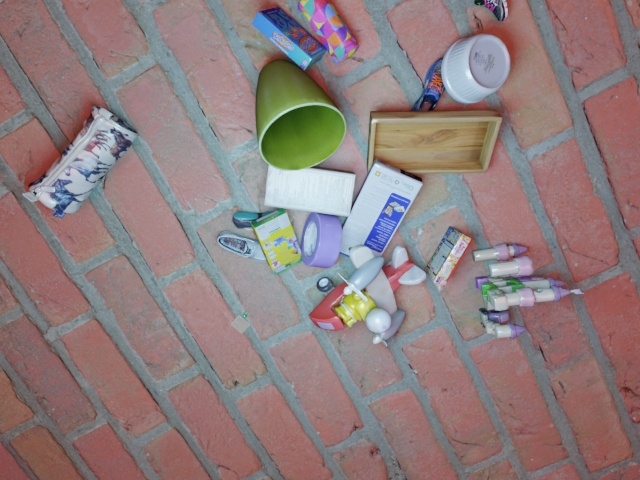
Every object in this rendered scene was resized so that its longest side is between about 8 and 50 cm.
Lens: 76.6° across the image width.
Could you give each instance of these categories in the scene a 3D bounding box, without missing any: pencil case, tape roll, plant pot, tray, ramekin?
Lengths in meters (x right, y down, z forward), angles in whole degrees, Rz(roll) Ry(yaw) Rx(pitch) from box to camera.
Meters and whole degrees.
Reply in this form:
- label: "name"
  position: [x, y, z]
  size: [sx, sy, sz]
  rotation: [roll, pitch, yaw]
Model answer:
- label: "pencil case"
  position: [-0.801, -0.272, 1.375]
  size: [0.160, 0.183, 0.410]
  rotation: [43, 99, -8]
- label: "tape roll"
  position: [0.000, 0.000, 1.415]
  size: [0.080, 0.189, 0.189]
  rotation: [7, 103, -21]
- label: "pencil case"
  position: [0.026, -0.696, 1.319]
  size: [0.104, 0.104, 0.236]
  rotation: [-35, 98, 8]
- label: "plant pot"
  position: [-0.096, -0.423, 1.279]
  size: [0.274, 0.275, 0.294]
  rotation: [-23, 63, 5]
- label: "tray"
  position: [0.369, -0.330, 1.367]
  size: [0.410, 0.076, 0.203]
  rotation: [-1, 130, 0]
- label: "ramekin"
  position: [0.506, -0.556, 1.305]
  size: [0.207, 0.109, 0.207]
  rotation: [-2, 97, -18]

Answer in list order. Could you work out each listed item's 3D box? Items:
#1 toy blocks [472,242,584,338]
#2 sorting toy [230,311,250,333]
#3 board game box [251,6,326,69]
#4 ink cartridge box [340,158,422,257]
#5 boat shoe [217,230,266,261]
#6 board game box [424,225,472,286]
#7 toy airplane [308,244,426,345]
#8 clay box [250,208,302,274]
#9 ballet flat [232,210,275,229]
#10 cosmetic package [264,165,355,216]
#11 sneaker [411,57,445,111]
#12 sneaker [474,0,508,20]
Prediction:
- label: "toy blocks"
  position: [0.702, 0.175, 1.403]
  size: [0.260, 0.288, 0.309]
  rotation: [-9, 99, 8]
- label: "sorting toy"
  position: [-0.305, 0.318, 1.585]
  size: [0.062, 0.012, 0.083]
  rotation: [43, 103, -3]
- label: "board game box"
  position: [-0.094, -0.649, 1.296]
  size: [0.210, 0.160, 0.047]
  rotation: [39, 128, -8]
- label: "ink cartridge box"
  position: [0.194, -0.088, 1.436]
  size: [0.175, 0.069, 0.371]
  rotation: [22, 118, -4]
- label: "boat shoe"
  position: [-0.272, 0.031, 1.486]
  size: [0.227, 0.081, 0.079]
  rotation: [20, 101, -5]
- label: "board game box"
  position: [0.452, 0.054, 1.452]
  size: [0.045, 0.147, 0.194]
  rotation: [26, 102, -5]
- label: "toy airplane"
  position: [0.196, 0.200, 1.411]
  size: [0.386, 0.272, 0.384]
  rotation: [12, 124, -25]
- label: "clay box"
  position: [-0.150, 0.007, 1.448]
  size: [0.127, 0.053, 0.222]
  rotation: [-27, 127, -15]
- label: "ballet flat"
  position: [-0.217, -0.069, 1.477]
  size: [0.203, 0.074, 0.074]
  rotation: [-1, 102, -5]
- label: "cosmetic package"
  position: [-0.035, -0.183, 1.414]
  size: [0.296, 0.129, 0.153]
  rotation: [9, 104, -2]
- label: "sneaker"
  position: [0.380, -0.500, 1.361]
  size: [0.083, 0.087, 0.221]
  rotation: [19, 102, -4]
- label: "sneaker"
  position: [0.539, -0.777, 1.312]
  size: [0.074, 0.063, 0.170]
  rotation: [-32, 95, 7]
